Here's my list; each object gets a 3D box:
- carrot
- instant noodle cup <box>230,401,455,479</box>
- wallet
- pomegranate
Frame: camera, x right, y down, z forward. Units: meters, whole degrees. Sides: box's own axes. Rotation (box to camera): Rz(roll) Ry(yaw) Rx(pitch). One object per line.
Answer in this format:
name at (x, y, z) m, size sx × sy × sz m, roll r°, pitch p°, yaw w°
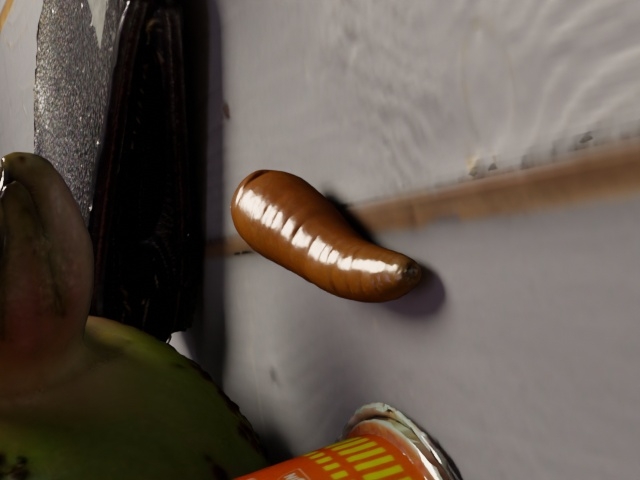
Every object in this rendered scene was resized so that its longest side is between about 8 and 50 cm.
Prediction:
carrot at (0.000, 0.000, 0.522) m, size 0.142 × 0.035 × 0.035 m, roll 31°, pitch 129°, yaw 58°
instant noodle cup at (-0.058, 0.170, 0.493) m, size 0.193 × 0.212 × 0.193 m, roll 170°, pitch 90°, yaw -73°
wallet at (-0.123, -0.079, 0.817) m, size 0.221 × 0.071 × 0.262 m, roll -113°, pitch 25°, yaw -48°
pomegranate at (-0.155, 0.112, 0.667) m, size 0.285 × 0.285 × 0.341 m, roll -136°, pitch 39°, yaw -61°
